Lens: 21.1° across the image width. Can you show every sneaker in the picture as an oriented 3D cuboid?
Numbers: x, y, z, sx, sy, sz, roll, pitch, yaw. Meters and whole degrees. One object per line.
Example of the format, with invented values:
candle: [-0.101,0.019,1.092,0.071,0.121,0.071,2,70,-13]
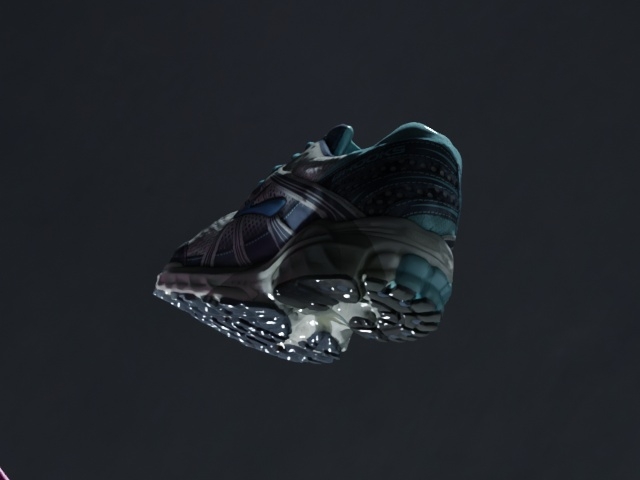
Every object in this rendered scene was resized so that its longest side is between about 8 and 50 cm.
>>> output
sneaker: [0.000,0.000,1.042,0.283,0.110,0.122,-11,55,57]

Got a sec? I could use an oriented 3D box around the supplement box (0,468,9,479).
supplement box: [-0.249,0.171,1.030,0.111,0.220,0.114,-32,-27,-25]
